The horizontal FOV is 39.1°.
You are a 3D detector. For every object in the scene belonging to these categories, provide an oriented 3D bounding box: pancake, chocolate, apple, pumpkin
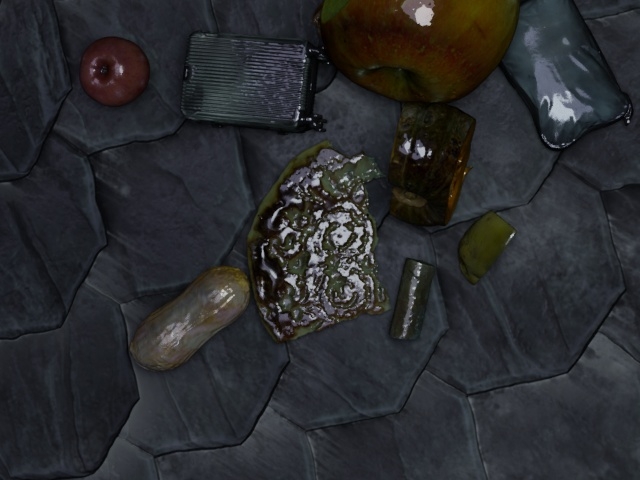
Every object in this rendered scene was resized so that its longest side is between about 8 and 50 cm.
[{"bbox_3d":[-0.006,0.001,1.912,0.305,0.067,0.426,-3,89,2],"label":"pancake"},{"bbox_3d":[-0.276,0.171,1.913,0.309,0.134,0.134,-37,85,8],"label":"chocolate"},{"bbox_3d":[-0.447,-0.364,1.939,0.153,0.120,0.153,0,92,9],"label":"apple"},{"bbox_3d":[0.215,-0.161,1.741,0.139,0.317,0.222,16,73,14],"label":"pumpkin"},{"bbox_3d":[0.187,-0.452,1.730,0.384,0.374,0.374,12,93,38],"label":"apple"}]

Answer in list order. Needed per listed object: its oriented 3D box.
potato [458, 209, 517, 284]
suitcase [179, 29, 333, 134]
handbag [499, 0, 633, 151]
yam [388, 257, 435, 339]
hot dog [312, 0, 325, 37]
[{"bbox_3d":[0.323,0.012,1.817,0.081,0.120,0.149,35,95,6],"label":"potato"},{"bbox_3d":[-0.135,-0.331,1.884,0.312,0.128,0.202,7,92,10],"label":"suitcase"},{"bbox_3d":[0.478,-0.344,1.816,0.191,0.075,0.332,-29,82,7],"label":"handbag"},{"bbox_3d":[0.190,0.122,1.869,0.068,0.068,0.169,14,91,9],"label":"yam"},{"bbox_3d":[0.051,-0.478,1.887,0.140,0.060,0.090,-21,92,5],"label":"hot dog"}]
